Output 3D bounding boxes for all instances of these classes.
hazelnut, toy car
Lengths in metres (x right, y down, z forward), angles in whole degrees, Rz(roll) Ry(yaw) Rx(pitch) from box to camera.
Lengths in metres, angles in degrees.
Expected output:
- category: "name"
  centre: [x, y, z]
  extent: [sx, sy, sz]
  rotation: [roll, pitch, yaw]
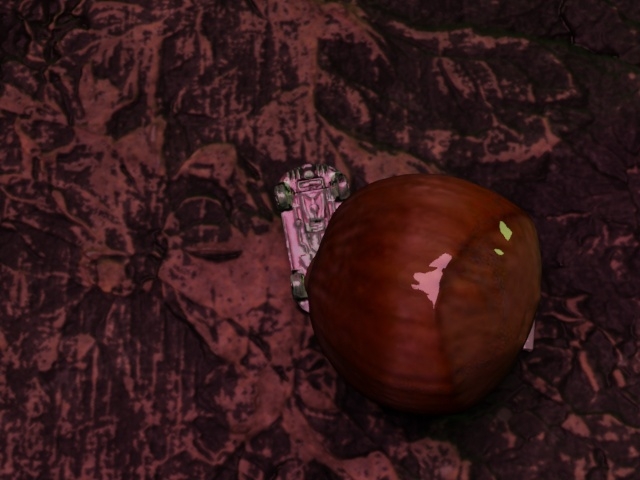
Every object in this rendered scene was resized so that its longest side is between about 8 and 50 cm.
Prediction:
- category: "hazelnut"
  centre: [0.087, 0.046, 1.525]
  extent: [0.214, 0.176, 0.214]
  rotation: [-4, 75, 16]
- category: "toy car"
  centre: [0.000, 0.000, 1.625]
  extent: [0.069, 0.055, 0.142]
  rotation: [-10, 84, -1]

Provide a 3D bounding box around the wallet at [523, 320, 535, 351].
- category: "wallet"
  centre: [0.173, 0.060, 1.601]
  extent: [0.044, 0.011, 0.083]
  rotation: [3, 66, 9]
